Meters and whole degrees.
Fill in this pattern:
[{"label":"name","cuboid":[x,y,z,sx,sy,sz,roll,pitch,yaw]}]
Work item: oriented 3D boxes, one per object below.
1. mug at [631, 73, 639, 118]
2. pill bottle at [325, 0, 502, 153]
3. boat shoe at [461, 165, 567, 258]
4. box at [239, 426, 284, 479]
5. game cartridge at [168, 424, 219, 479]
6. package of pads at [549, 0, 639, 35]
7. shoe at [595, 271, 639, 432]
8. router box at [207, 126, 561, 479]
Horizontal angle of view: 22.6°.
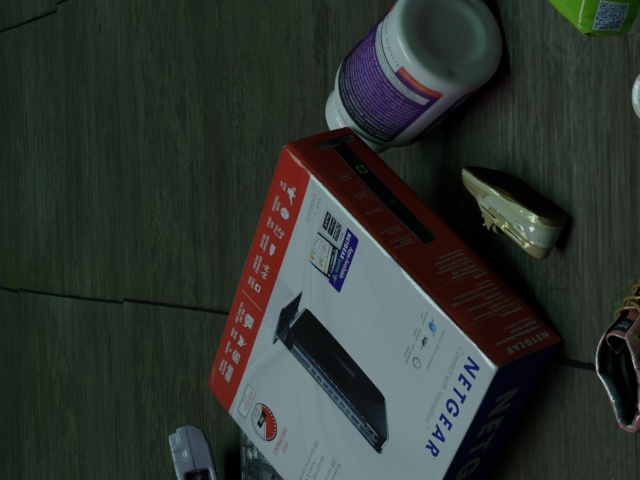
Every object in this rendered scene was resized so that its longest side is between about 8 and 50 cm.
[{"label":"mug","cuboid":[0.261,-0.102,1.131,0.078,0.064,0.062,-164,74,-64]},{"label":"pill bottle","cuboid":[0.078,-0.151,1.477,0.193,0.108,0.108,140,124,-59]},{"label":"boat shoe","cuboid":[0.159,-0.026,1.377,0.135,0.050,0.045,45,127,56]},{"label":"box","cuboid":[-0.036,0.292,1.819,0.183,0.059,0.232,-179,86,-69]},{"label":"game cartridge","cuboid":[-0.131,0.387,1.972,0.196,0.060,0.294,109,148,-70]},{"label":"package of pads","cuboid":[0.195,-0.321,1.215,0.296,0.101,0.229,-125,39,-48]},{"label":"shoe","cuboid":[0.244,0.052,1.159,0.063,0.081,0.178,158,108,-64]},{"label":"router box","cuboid":[0.043,0.115,1.498,0.301,0.082,0.335,47,137,29]}]
